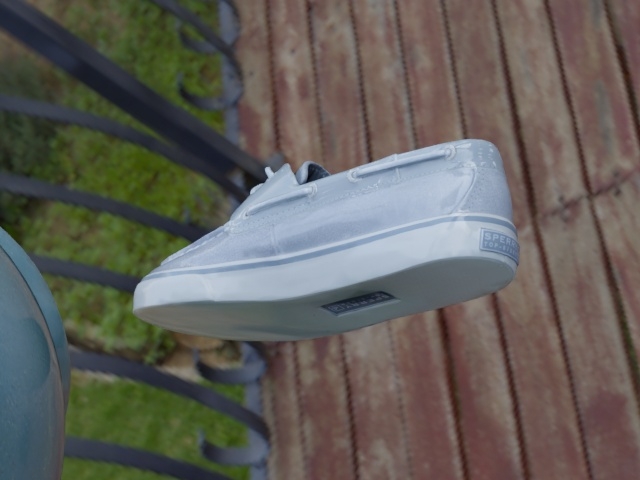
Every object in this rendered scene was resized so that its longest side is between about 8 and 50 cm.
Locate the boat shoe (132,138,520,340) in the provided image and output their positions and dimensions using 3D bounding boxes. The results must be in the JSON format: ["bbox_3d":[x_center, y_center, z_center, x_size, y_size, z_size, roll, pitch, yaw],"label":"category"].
[{"bbox_3d":[0.000,0.000,0.767,0.228,0.079,0.081,-13,64,34],"label":"boat shoe"}]

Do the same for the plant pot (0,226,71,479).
[{"bbox_3d":[-0.236,0.077,0.684,0.293,0.196,0.293,5,106,18],"label":"plant pot"}]
